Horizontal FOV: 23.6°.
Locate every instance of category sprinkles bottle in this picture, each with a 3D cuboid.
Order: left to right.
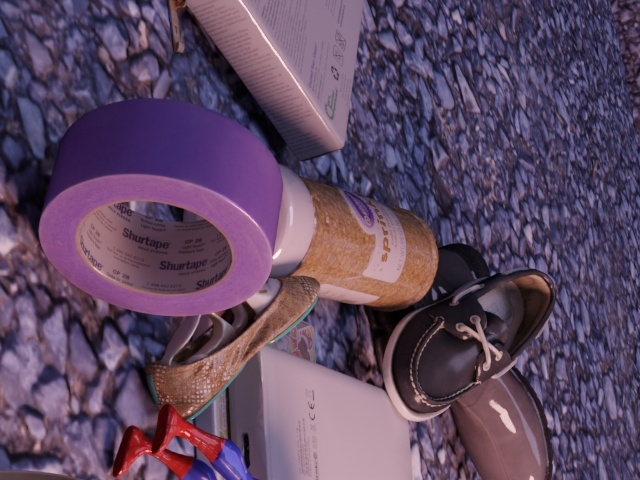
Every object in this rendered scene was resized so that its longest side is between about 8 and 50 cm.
[{"bbox_3d":[0.000,0.000,1.569,0.355,0.121,0.121,15,64,-62],"label":"sprinkles bottle"}]

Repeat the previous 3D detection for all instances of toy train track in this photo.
[{"bbox_3d":[-0.142,-0.226,1.517,0.048,0.014,0.083,16,64,-61],"label":"toy train track"}]

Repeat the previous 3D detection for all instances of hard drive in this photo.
[{"bbox_3d":[0.009,0.227,1.504,0.307,0.040,0.203,29,53,-57],"label":"hard drive"}]

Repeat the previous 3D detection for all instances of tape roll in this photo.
[{"bbox_3d":[-0.128,-0.023,1.240,0.189,0.189,0.080,50,35,-42],"label":"tape roll"}]

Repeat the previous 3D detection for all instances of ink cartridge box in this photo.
[{"bbox_3d":[-0.059,-0.308,1.658,0.330,0.071,0.324,54,30,-35],"label":"ink cartridge box"}]

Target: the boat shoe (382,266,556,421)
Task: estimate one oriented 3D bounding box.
[{"bbox_3d":[0.171,0.104,1.717,0.114,0.091,0.302,61,36,-10],"label":"boat shoe"}]

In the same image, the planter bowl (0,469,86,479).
[{"bbox_3d":[-0.201,0.237,1.023,0.162,0.162,0.109,-30,132,-64],"label":"planter bowl"}]

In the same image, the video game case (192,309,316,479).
[{"bbox_3d":[-0.057,0.168,1.476,0.206,0.026,0.227,30,51,-57],"label":"video game case"}]

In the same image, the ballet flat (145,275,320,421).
[{"bbox_3d":[-0.078,0.077,1.364,0.206,0.073,0.067,-45,117,-36],"label":"ballet flat"}]

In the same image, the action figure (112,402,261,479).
[{"bbox_3d":[-0.046,0.263,1.277,0.280,0.091,0.139,32,48,-25],"label":"action figure"}]

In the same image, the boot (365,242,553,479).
[{"bbox_3d":[0.152,0.172,1.829,0.223,0.118,0.338,-15,81,-60],"label":"boot"}]
